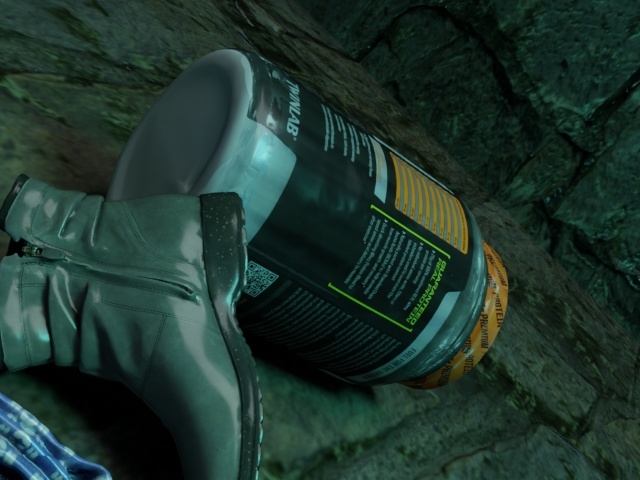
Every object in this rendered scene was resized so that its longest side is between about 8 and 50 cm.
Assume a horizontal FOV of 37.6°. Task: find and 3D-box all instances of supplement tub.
[{"bbox_3d":[0.000,0.000,0.829,0.338,0.207,0.207,32,21,-34],"label":"supplement tub"}]

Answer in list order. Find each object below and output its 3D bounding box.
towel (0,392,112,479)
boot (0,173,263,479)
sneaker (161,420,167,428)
[{"bbox_3d":[-0.241,0.009,0.364,0.336,0.040,0.243,40,-24,-10],"label":"towel"},{"bbox_3d":[-0.125,0.075,0.582,0.161,0.083,0.246,0,63,-16],"label":"boot"},{"bbox_3d":[-0.107,0.085,0.651,0.119,0.057,0.047,42,20,1],"label":"sneaker"}]
